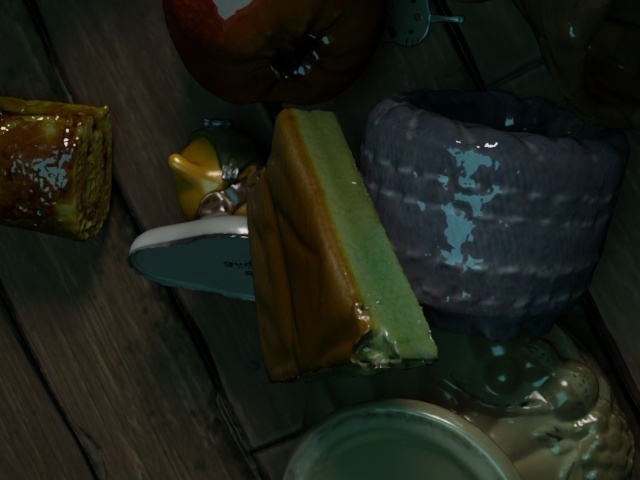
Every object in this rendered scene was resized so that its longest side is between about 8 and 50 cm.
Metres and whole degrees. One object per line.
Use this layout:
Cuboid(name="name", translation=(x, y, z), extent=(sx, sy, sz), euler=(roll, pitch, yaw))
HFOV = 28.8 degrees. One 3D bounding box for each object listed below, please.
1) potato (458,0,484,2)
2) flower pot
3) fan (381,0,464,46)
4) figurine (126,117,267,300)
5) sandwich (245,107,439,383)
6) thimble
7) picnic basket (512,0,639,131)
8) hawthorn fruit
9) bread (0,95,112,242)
Cuboid(name="potato", translation=(0.129, -0.342, 1.006), extent=(0.239, 0.116, 0.299), euler=(40, 112, 14))
Cuboid(name="flower pot", translation=(0.107, 0.202, 1.063), extent=(0.307, 0.244, 0.308), euler=(5, 105, 20))
Cuboid(name="fan", translation=(0.088, -0.199, 1.108), extent=(0.083, 0.004, 0.056), euler=(6, 103, 21))
Cuboid(name="figurine", translation=(-0.047, -0.032, 1.163), extent=(0.249, 0.166, 0.141), euler=(7, 67, -4))
Cuboid(name="sandwich", translation=(0.000, 0.000, 0.944), extent=(0.245, 0.063, 0.212), euler=(155, 110, -67))
Cuboid(name="thimble", translation=(0.130, -0.027, 1.006), extent=(0.205, 0.236, 0.172), euler=(14, 109, 12))
Cuboid(name="picnic basket", translation=(0.319, -0.175, 0.850), extent=(0.337, 0.293, 0.337), euler=(-6, 81, 38))
Cuboid(name="hawthorn fruit", translation=(-0.049, -0.231, 1.075), extent=(0.196, 0.196, 0.226), euler=(-36, 57, 25))
Cuboid(name="bread", translation=(-0.298, -0.075, 1.239), extent=(0.172, 0.103, 0.132), euler=(9, 109, 17))
